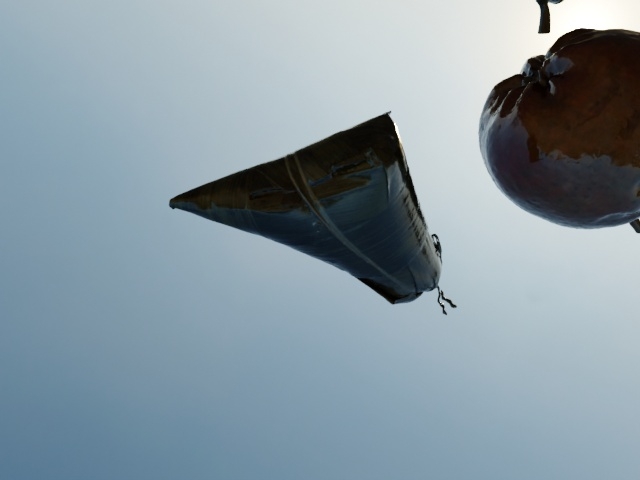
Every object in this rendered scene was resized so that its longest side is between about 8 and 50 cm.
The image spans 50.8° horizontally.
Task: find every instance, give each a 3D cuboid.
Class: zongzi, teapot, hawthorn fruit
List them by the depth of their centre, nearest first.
[{"bbox_3d":[0.000,0.000,0.736,0.241,0.247,0.111,-15,-136,15],"label":"zongzi"},{"bbox_3d":[0.314,-0.342,0.925,0.080,0.110,0.085,9,-171,-20],"label":"teapot"},{"bbox_3d":[0.375,-0.130,0.931,0.298,0.277,0.277,52,-147,-9],"label":"hawthorn fruit"}]
